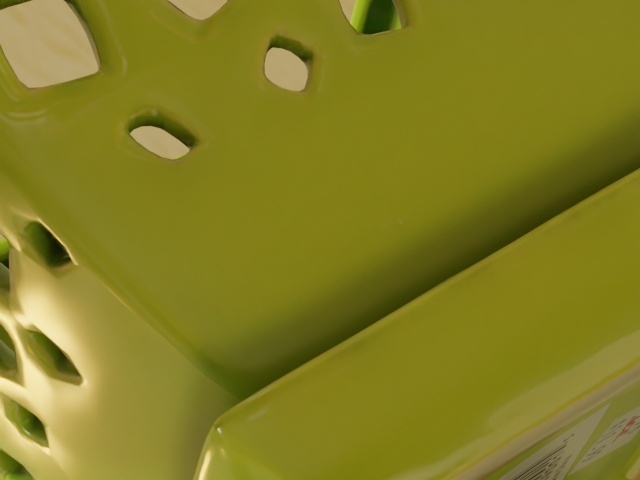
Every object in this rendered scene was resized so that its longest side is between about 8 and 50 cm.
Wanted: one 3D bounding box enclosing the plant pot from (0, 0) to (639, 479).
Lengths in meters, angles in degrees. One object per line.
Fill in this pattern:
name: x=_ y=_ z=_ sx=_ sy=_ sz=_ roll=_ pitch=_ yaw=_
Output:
plant pot: x=0.000 y=0.000 z=0.509 sx=0.227 sy=0.207 sz=0.228 roll=-28 pitch=-23 yaw=-25
